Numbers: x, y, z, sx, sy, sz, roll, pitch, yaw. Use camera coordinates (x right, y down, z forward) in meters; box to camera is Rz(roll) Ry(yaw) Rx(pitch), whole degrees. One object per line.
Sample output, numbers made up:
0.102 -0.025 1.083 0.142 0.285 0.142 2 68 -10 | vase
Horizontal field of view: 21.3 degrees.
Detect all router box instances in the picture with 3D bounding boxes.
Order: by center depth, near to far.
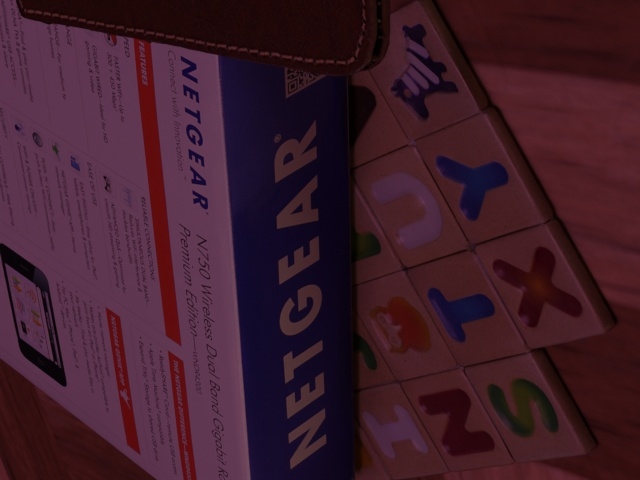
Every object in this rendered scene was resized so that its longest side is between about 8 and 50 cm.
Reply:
-0.117 -0.035 0.926 0.301 0.082 0.335 32 140 33 | router box

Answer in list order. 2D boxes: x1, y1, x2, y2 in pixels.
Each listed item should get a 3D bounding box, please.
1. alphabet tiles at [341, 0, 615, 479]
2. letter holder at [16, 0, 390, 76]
0.000 0.000 0.890 0.342 0.011 0.285 -20 102 57 | alphabet tiles
-0.030 -0.232 0.600 0.214 0.152 0.301 16 131 43 | letter holder
